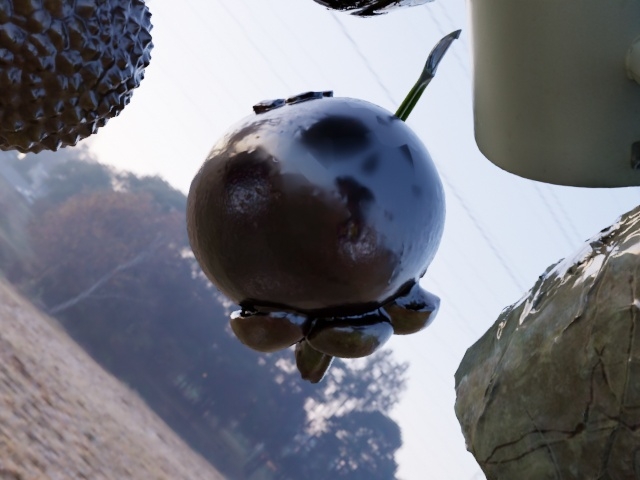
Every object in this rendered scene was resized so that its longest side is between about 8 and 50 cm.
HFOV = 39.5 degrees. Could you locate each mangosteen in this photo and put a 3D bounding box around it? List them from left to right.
[{"bbox_3d":[0.000,0.000,1.055,0.307,0.307,0.346,-174,-106,-70],"label":"mangosteen"}]

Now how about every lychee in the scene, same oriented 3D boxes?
[{"bbox_3d":[-0.294,-0.224,0.878,0.267,0.267,0.267,42,-13,12],"label":"lychee"}]

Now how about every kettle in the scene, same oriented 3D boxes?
[{"bbox_3d":[0.181,-0.200,0.572,0.205,0.265,0.318,8,-54,27],"label":"kettle"}]

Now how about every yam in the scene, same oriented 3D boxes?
[{"bbox_3d":[0.230,0.084,0.546,0.202,0.271,0.201,30,33,-13],"label":"yam"}]

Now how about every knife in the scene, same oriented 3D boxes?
[{"bbox_3d":[0.130,-0.204,1.155,0.022,0.184,0.026,12,41,-26],"label":"knife"}]

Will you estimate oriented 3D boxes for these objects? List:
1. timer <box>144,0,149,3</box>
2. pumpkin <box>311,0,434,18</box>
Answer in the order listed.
[{"bbox_3d":[-0.293,-0.421,1.188,0.233,0.233,0.240,48,-22,-12],"label":"timer"},{"bbox_3d":[0.047,-0.379,0.889,0.192,0.320,0.320,4,-41,51],"label":"pumpkin"}]
